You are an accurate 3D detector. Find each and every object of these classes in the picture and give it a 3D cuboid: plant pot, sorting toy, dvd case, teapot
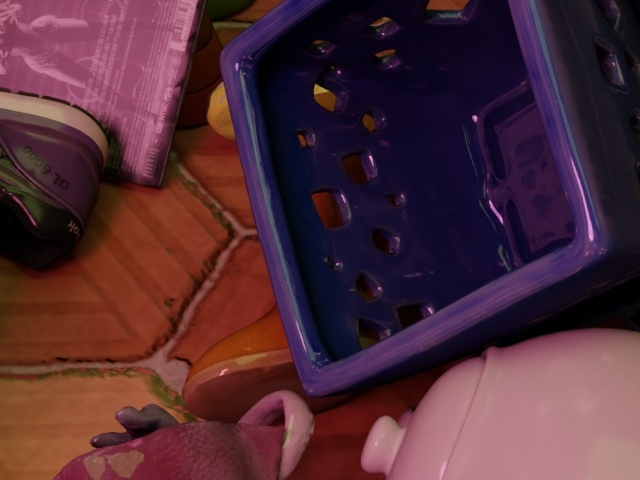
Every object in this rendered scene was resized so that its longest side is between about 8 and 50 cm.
[{"bbox_3d":[0.108,-0.051,0.904,0.212,0.236,0.236,4,66,-46],"label":"plant pot"},{"bbox_3d":[-0.112,-0.259,1.287,0.127,0.126,0.365,8,45,-2],"label":"sorting toy"},{"bbox_3d":[-0.208,-0.145,1.151,0.221,0.164,0.018,14,2,3],"label":"dvd case"},{"bbox_3d":[0.112,0.147,0.834,0.187,0.256,0.252,23,49,5],"label":"teapot"}]

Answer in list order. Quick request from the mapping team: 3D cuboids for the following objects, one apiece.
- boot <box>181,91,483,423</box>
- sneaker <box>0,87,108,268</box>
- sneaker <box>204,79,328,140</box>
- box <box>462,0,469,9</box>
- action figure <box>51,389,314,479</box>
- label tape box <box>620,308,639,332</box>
[{"bbox_3d":[0.001,-0.001,1.030,0.295,0.104,0.211,-11,65,-35],"label":"boot"},{"bbox_3d":[-0.300,-0.054,1.066,0.283,0.107,0.124,9,50,-1],"label":"sneaker"},{"bbox_3d":[0.012,-0.081,1.164,0.208,0.081,0.094,6,51,-2],"label":"sneaker"},{"bbox_3d":[0.287,-0.151,1.284,0.322,0.079,0.257,24,48,14],"label":"box"},{"bbox_3d":[-0.031,0.274,0.758,0.370,0.248,0.275,39,25,28],"label":"action figure"},{"bbox_3d":[0.315,-0.084,1.026,0.249,0.348,0.115,49,12,20],"label":"label tape box"}]
